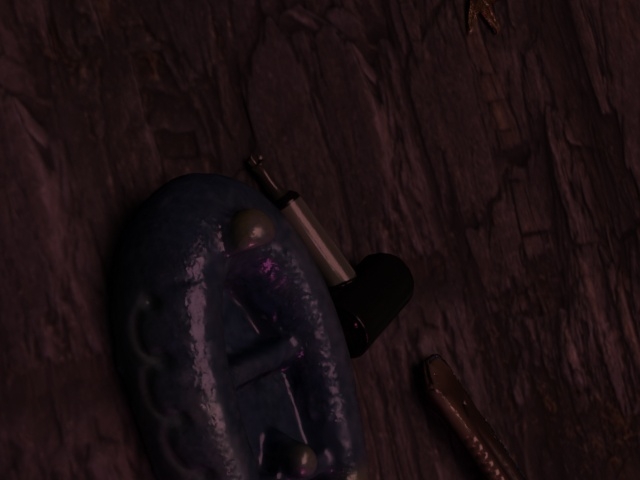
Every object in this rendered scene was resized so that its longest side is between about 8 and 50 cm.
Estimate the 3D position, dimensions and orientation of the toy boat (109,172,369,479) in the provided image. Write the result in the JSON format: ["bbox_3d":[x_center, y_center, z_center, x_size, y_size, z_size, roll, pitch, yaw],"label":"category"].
[{"bbox_3d":[-0.047,0.101,1.546,0.215,0.123,0.330,-19,93,-47],"label":"toy boat"}]

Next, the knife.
[{"bbox_3d":[0.193,0.254,1.818,0.365,0.043,0.089,54,12,-17],"label":"knife"}]

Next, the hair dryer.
[{"bbox_3d":[0.000,0.000,1.687,0.198,0.057,0.100,54,43,-12],"label":"hair dryer"}]

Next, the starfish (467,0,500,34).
[{"bbox_3d":[0.161,-0.250,1.963,0.092,0.016,0.086,58,42,-24],"label":"starfish"}]
